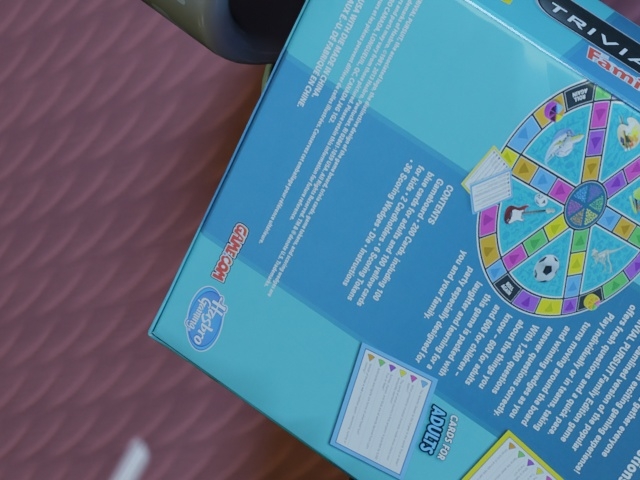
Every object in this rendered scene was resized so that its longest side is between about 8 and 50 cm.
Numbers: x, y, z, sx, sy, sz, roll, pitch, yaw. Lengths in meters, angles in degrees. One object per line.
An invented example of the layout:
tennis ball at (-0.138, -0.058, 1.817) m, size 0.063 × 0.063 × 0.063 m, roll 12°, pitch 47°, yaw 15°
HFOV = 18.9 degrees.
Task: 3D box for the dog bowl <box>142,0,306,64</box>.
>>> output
dog bowl at (0.034, -0.223, 0.907) m, size 0.102 × 0.349 × 0.349 m, roll 48°, pitch 117°, yaw 13°

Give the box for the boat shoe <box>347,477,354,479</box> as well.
boat shoe at (0.089, 0.163, 1.021) m, size 0.183 × 0.066 × 0.066 m, roll 27°, pitch 100°, yaw 24°

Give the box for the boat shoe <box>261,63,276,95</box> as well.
boat shoe at (0.001, -0.001, 1.075) m, size 0.079 × 0.081 × 0.227 m, roll -11°, pitch 82°, yaw 37°

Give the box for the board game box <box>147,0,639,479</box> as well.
board game box at (0.112, 0.033, 0.895) m, size 0.336 × 0.079 × 0.253 m, roll 35°, pitch 123°, yaw 11°
